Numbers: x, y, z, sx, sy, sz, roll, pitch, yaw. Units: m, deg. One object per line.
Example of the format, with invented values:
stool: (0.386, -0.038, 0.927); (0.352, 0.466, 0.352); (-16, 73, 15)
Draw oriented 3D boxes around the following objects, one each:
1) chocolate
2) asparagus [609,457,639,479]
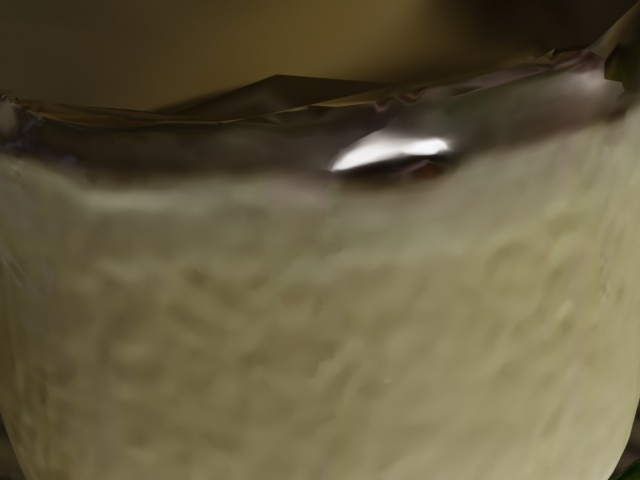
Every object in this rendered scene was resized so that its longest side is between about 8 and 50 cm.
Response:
chocolate: (0.000, 0.000, 0.778); (0.314, 0.297, 0.326); (8, -146, 23)
asparagus: (0.153, 0.143, 0.926); (0.041, 0.178, 0.045); (43, 172, -21)
